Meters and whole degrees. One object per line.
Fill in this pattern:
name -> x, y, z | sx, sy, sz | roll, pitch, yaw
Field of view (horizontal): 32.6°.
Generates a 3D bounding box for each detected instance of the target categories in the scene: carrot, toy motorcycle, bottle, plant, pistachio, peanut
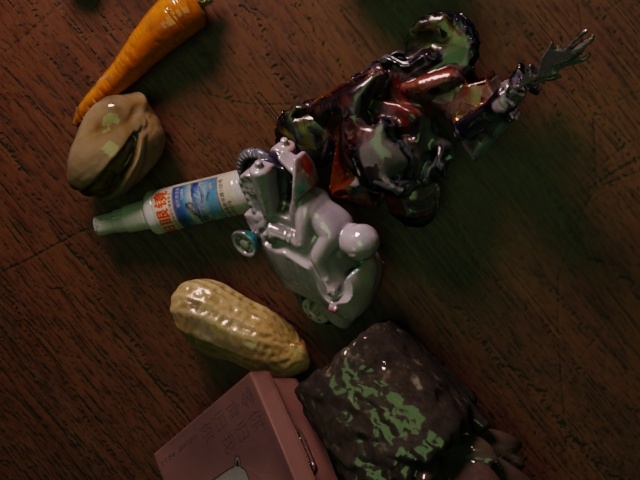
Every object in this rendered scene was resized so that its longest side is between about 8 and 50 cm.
carrot -> -0.231, -0.227, 1.353 | 0.257, 0.061, 0.061 | -38, 90, 20
toy motorcycle -> 0.000, 0.000, 1.288 | 0.171, 0.110, 0.260 | 0, 123, 41
bottle -> -0.184, -0.041, 1.375 | 0.217, 0.060, 0.060 | -12, 97, 16
plant -> 0.125, 0.252, 1.300 | 0.182, 0.194, 0.320 | -40, 83, 20
toy motorcycle -> 0.135, -0.143, 1.229 | 0.401, 0.134, 0.207 | -31, 93, 30
pistachio -> -0.258, -0.115, 1.357 | 0.149, 0.113, 0.113 | -42, 89, 23
peanut -> -0.102, 0.117, 1.370 | 0.194, 0.083, 0.093 | 31, 111, 5

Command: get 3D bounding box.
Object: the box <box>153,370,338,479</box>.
box -> -0.083, 0.299, 1.334 | 0.215, 0.086, 0.215 | -42, 60, 30
